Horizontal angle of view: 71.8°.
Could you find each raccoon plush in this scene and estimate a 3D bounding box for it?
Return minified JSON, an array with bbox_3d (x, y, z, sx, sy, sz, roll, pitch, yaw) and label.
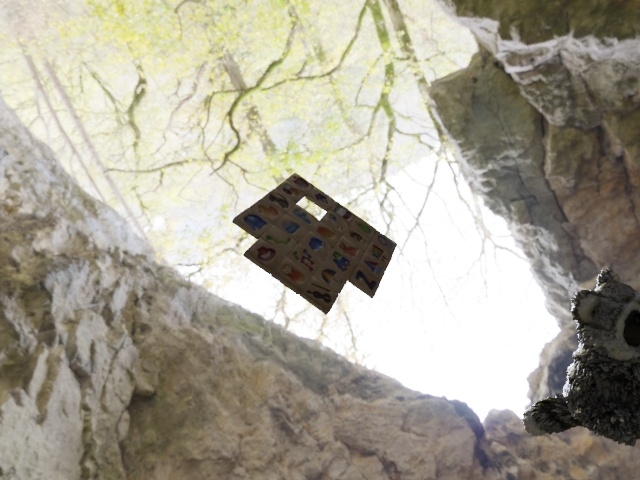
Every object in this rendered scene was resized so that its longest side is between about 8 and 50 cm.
[{"bbox_3d":[0.554,0.270,0.968,0.446,0.299,0.216,-41,168,37],"label":"raccoon plush"}]

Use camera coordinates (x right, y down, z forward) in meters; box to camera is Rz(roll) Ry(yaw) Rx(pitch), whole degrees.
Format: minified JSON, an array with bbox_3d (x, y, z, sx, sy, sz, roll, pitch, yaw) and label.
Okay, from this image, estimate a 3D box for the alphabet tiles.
[{"bbox_3d":[0.000,0.000,0.596,0.009,0.198,0.237,-56,178,33],"label":"alphabet tiles"}]
